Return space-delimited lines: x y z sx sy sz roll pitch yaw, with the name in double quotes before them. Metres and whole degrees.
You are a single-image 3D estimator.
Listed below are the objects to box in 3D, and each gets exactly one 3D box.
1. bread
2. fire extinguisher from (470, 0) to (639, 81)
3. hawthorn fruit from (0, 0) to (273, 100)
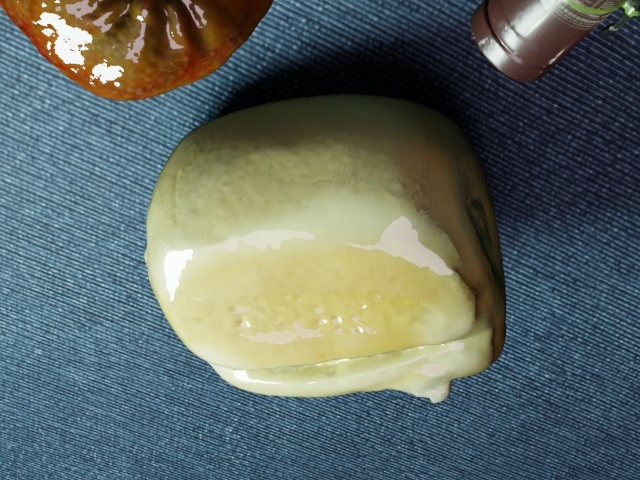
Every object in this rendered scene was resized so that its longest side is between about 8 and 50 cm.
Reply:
"bread" 0.000 0.000 1.628 0.376 0.253 0.348 -11 137 16
"fire extinguisher" 0.285 -0.272 1.368 0.141 0.105 0.341 8 147 -33
"hawthorn fruit" -0.160 -0.247 1.280 0.258 0.262 0.258 -20 125 -31
